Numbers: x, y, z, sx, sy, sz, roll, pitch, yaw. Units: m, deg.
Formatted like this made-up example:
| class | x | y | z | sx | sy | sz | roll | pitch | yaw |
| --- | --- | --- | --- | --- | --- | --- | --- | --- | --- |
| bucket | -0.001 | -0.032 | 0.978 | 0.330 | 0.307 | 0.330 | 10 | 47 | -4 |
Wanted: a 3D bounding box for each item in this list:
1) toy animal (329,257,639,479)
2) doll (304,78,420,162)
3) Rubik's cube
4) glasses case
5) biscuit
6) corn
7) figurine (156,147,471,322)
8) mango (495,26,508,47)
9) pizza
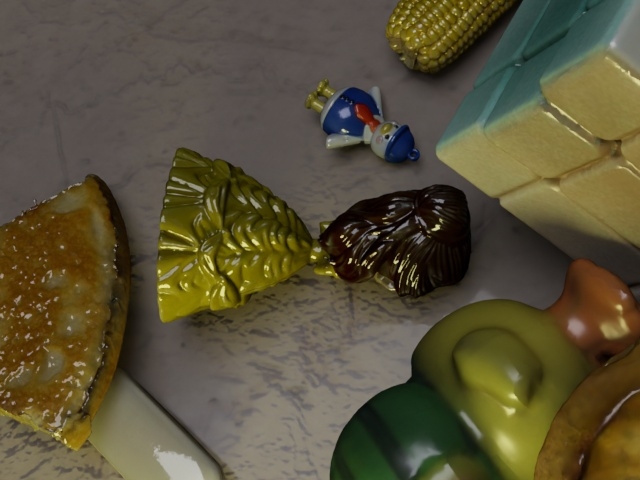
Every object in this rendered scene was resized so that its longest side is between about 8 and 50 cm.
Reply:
| class | x | y | z | sx | sy | sz | roll | pitch | yaw |
| --- | --- | --- | --- | --- | --- | --- | --- | --- | --- |
| toy animal | 0.159 | 0.163 | 1.161 | 0.338 | 0.216 | 0.191 | -40 | 39 | 0 |
| doll | 0.050 | -0.127 | 1.363 | 0.143 | 0.058 | 0.099 | 35 | 66 | 17 |
| Rubik's cube | 0.348 | -0.141 | 1.083 | 0.318 | 0.316 | 0.322 | 36 | 69 | -10 |
| glasses case | -0.183 | 0.211 | 1.290 | 0.081 | 0.051 | 0.204 | -47 | 65 | -4 |
| biscuit | 0.319 | 0.191 | 1.073 | 0.296 | 0.296 | 0.102 | -34 | 31 | -1 |
| corn | 0.176 | -0.287 | 1.373 | 0.244 | 0.093 | 0.093 | -44 | 67 | -8 |
| figurine | 0.000 | 0.003 | 1.291 | 0.315 | 0.168 | 0.187 | 3 | 31 | 4 |
| mango | 0.260 | -0.133 | 1.282 | 0.156 | 0.114 | 0.251 | -8 | 67 | -1 |
| pizza | -0.309 | 0.083 | 1.336 | 0.223 | 0.089 | 0.324 | -8 | 57 | 11 |
